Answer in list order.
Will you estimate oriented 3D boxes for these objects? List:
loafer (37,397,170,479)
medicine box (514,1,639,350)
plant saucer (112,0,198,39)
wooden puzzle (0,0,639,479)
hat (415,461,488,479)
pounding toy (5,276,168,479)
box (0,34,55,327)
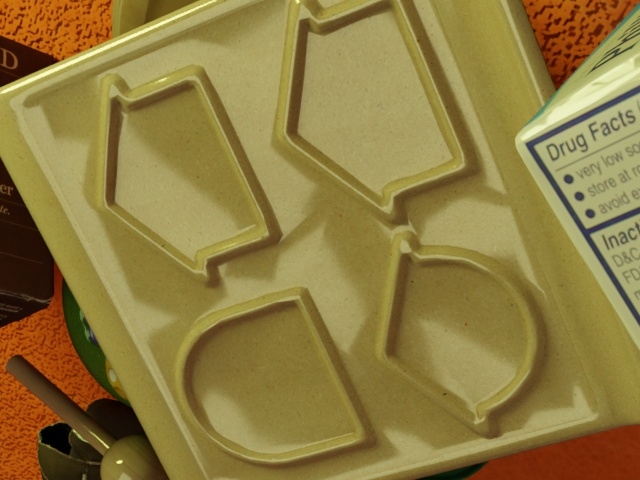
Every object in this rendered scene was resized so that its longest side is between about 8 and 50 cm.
[{"bbox_3d":[-0.173,0.172,1.003,0.220,0.080,0.078,-22,103,37],"label":"loafer"},{"bbox_3d":[0.256,-0.005,0.534,0.149,0.263,0.289,-27,100,37],"label":"medicine box"},{"bbox_3d":[-0.019,-0.112,0.766,0.278,0.041,0.278,10,118,20],"label":"plant saucer"},{"bbox_3d":[0.000,0.000,0.729,0.348,0.080,0.322,-17,106,25],"label":"wooden puzzle"},{"bbox_3d":[0.022,0.145,0.805,0.208,0.183,0.173,16,122,23],"label":"hat"},{"bbox_3d":[-0.143,0.071,0.867,0.183,0.110,0.237,40,109,13],"label":"pounding toy"},{"bbox_3d":[-0.305,-0.041,0.856,0.167,0.168,0.203,-23,61,38],"label":"box"}]
